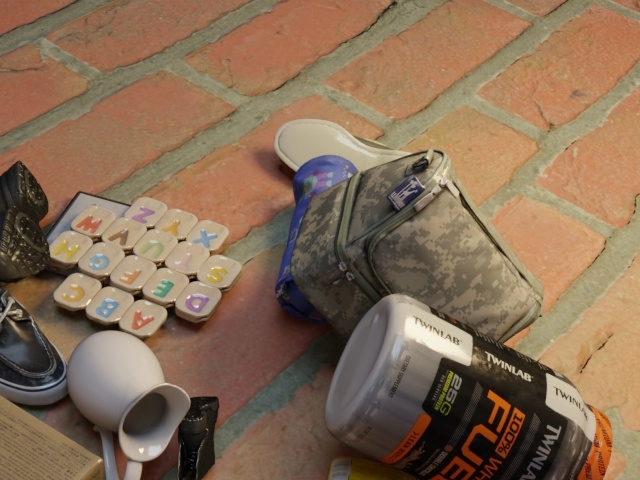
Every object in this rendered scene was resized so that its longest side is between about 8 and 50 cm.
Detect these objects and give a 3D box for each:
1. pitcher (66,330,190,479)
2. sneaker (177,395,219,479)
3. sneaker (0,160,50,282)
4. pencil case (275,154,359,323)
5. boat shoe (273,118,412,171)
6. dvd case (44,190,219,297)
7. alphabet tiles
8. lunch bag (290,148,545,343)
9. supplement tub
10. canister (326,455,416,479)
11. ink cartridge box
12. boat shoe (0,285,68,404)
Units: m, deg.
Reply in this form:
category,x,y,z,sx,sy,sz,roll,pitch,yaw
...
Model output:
category,x,y,z,sx,sy,sz,roll,pitch,yaw
pitcher,-0.270,0.226,1.554,0.125,0.178,0.207,18,10,-37
sneaker,-0.166,0.268,1.564,0.051,0.089,0.170,-2,5,3
sneaker,-0.490,-0.010,1.782,0.130,0.109,0.286,-27,28,5
pencil case,0.000,0.000,1.844,0.133,0.119,0.306,-26,34,27
boat shoe,0.064,-0.128,2.015,0.305,0.091,0.109,19,85,18
dvd case,-0.308,0.010,1.855,0.253,0.022,0.180,15,43,8
alphabet tiles,-0.273,0.033,1.803,0.284,0.021,0.278,21,44,13
lunch bag,0.141,0.032,1.636,0.256,0.305,0.213,-26,29,29
supplement tub,0.192,0.226,1.508,0.338,0.207,0.207,26,41,-11
canister,0.055,0.365,1.482,0.126,0.073,0.170,12,41,3
ink cartridge box,-0.421,0.305,1.463,0.234,0.088,0.193,27,47,19
boat shoe,-0.464,0.117,1.653,0.108,0.102,0.301,-30,54,-34
